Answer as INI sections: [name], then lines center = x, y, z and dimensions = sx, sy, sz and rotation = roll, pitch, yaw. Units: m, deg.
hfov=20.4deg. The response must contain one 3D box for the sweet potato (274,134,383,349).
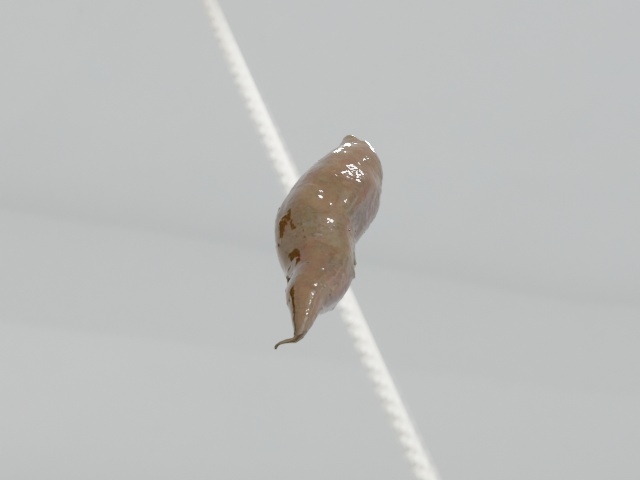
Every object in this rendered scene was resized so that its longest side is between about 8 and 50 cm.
[sweet potato]
center = 0.000, 0.000, 1.003
dimensions = 0.056, 0.195, 0.056
rotation = 6, -51, 8
